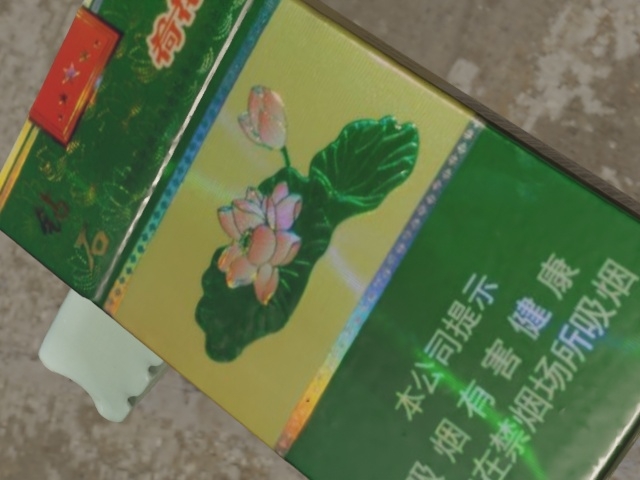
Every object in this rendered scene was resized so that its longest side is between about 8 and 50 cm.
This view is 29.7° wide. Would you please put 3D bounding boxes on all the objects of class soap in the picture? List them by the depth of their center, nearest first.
[{"bbox_3d":[-0.092,0.004,0.949,0.087,0.265,0.160,40,132,2],"label":"soap"}]

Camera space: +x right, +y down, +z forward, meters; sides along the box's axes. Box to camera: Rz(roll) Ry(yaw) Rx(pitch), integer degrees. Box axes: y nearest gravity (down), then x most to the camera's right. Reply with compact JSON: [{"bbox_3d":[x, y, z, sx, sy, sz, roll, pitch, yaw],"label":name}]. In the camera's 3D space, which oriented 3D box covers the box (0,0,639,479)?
[{"bbox_3d":[0.000,0.000,0.396,0.235,0.034,0.132,37,107,21],"label":"box"}]
